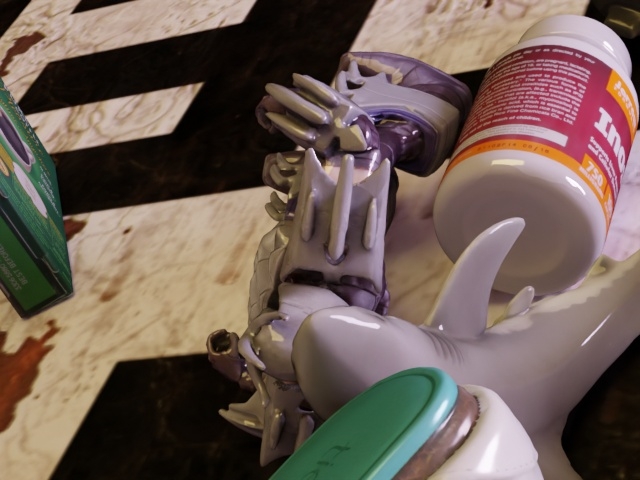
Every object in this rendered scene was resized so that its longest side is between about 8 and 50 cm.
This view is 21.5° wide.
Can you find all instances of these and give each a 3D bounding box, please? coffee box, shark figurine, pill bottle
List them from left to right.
[{"bbox_3d":[-0.204,-0.042,1.064,0.040,0.113,0.184,-28,32,3],"label":"coffee box"},{"bbox_3d":[0.115,-0.049,0.863,0.086,0.086,0.152,-8,36,28],"label":"pill bottle"},{"bbox_3d":[0.109,0.058,0.728,0.278,0.166,0.116,-23,52,-30],"label":"shark figurine"}]

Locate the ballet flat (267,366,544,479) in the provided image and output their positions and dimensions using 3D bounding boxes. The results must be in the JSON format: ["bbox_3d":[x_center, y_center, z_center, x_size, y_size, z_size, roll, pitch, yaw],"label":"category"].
[{"bbox_3d":[-0.061,0.209,0.561,0.400,0.139,0.139,-39,33,-15],"label":"ballet flat"}]

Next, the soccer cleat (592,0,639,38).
[{"bbox_3d":[0.281,-0.167,0.917,0.289,0.093,0.121,4,35,39],"label":"soccer cleat"}]

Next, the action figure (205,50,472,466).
[{"bbox_3d":[0.000,0.000,0.818,0.099,0.185,0.285,22,26,1],"label":"action figure"}]
